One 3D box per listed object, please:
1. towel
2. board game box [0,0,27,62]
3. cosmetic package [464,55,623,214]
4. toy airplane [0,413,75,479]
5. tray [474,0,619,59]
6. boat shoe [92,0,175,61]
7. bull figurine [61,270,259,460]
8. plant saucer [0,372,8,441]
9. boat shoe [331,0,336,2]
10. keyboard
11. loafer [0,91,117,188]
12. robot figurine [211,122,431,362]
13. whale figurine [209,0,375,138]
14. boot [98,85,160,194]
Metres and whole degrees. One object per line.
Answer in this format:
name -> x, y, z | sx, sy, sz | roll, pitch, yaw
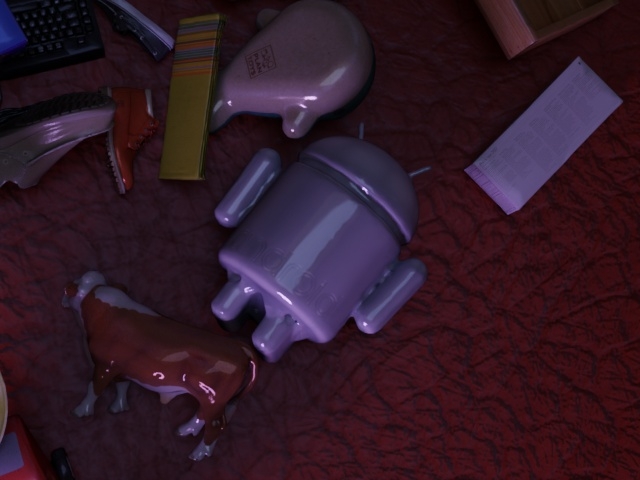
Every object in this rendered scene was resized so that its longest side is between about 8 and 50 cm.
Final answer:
towel -> -0.183, -0.203, 1.771 | 0.021, 0.102, 0.237 | 10, 86, -40
board game box -> -0.587, -0.364, 1.683 | 0.233, 0.078, 0.347 | -30, 95, -16
cosmetic package -> 0.333, -0.157, 1.864 | 0.239, 0.060, 0.099 | -44, 93, -12
toy airplane -> -0.332, 0.460, 1.575 | 0.384, 0.272, 0.386 | 26, 79, -5
tray -> 0.261, -0.488, 1.858 | 0.203, 0.076, 0.411 | -28, 86, -34
boat shoe -> -0.277, -0.313, 1.799 | 0.142, 0.049, 0.040 | 36, 79, -5
bull figurine -> -0.237, 0.164, 1.689 | 0.310, 0.101, 0.188 | 19, 103, 17
plant saucer -> -0.507, 0.202, 1.535 | 0.241, 0.037, 0.241 | -1, 99, -9
boat shoe -> 0.007, -0.408, 1.817 | 0.341, 0.121, 0.110 | -22, 86, -12
keyboard -> -0.466, -0.249, 1.771 | 0.317, 0.033, 0.201 | -15, 85, -9
loafer -> -0.399, -0.128, 1.728 | 0.268, 0.102, 0.092 | -19, 114, 7
robot figurine -> 0.000, 0.000, 1.721 | 0.300, 0.200, 0.353 | 37, 79, 7
whale figurine -> -0.050, -0.232, 1.795 | 0.272, 0.141, 0.216 | -21, 67, 11
boot -> -0.268, -0.145, 1.775 | 0.085, 0.059, 0.158 | -4, 82, -14
